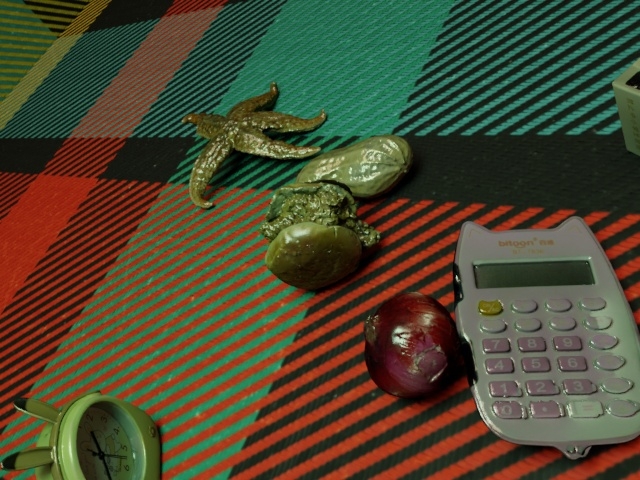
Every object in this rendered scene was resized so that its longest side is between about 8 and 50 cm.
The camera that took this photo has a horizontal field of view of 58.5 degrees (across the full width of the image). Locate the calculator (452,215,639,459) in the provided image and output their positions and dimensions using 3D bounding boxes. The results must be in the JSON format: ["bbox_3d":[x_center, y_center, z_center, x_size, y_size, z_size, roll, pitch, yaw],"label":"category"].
[{"bbox_3d":[0.254,0.101,0.654,0.195,0.043,0.294,-2,54,5],"label":"calculator"}]

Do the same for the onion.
[{"bbox_3d":[0.109,0.125,0.699,0.131,0.131,0.131,-17,48,20],"label":"onion"}]

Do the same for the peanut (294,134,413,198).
[{"bbox_3d":[0.051,-0.110,0.952,0.215,0.090,0.098,-14,79,25],"label":"peanut"}]

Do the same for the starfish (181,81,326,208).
[{"bbox_3d":[-0.164,-0.211,1.166,0.327,0.094,0.375,-47,50,-12],"label":"starfish"}]

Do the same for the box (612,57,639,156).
[{"bbox_3d":[0.453,-0.126,0.673,0.058,0.141,0.201,-43,43,2],"label":"box"}]

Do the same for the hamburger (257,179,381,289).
[{"bbox_3d":[0.000,0.000,0.858,0.185,0.159,0.131,-5,43,-6],"label":"hamburger"}]

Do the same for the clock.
[{"bbox_3d":[-0.306,0.284,0.755,0.069,0.232,0.170,-25,45,13],"label":"clock"}]
